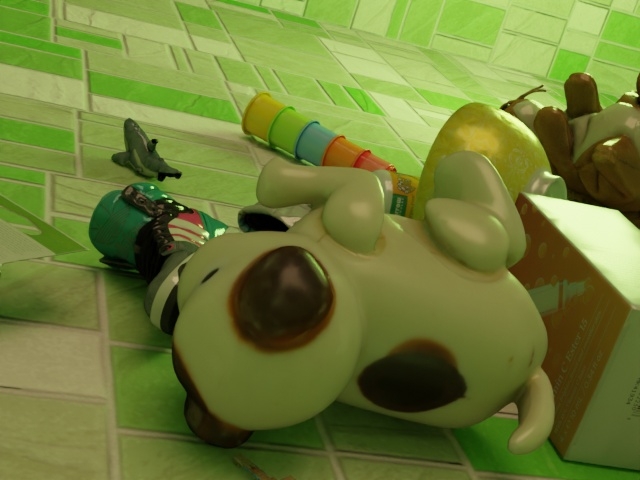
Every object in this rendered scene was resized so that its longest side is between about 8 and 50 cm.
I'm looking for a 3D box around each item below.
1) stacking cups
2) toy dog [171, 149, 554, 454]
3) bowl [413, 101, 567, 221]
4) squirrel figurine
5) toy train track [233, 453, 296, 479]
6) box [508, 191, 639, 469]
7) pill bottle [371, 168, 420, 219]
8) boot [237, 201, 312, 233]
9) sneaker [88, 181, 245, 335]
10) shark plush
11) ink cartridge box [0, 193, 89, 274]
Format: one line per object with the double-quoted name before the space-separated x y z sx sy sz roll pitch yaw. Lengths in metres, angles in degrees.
"stacking cups" 0.001 -0.177 1.968 0.316 0.096 0.096 30 24 19
"toy dog" 0.024 0.096 1.114 0.407 0.284 0.395 -1 53 -39
"bowl" 0.277 -0.055 1.552 0.156 0.290 0.289 15 17 32
"squirrel figurine" 0.550 -0.163 2.167 0.370 0.281 0.397 4 -34 44
"toy train track" -0.056 0.233 0.995 0.048 0.014 0.083 -13 30 -40
"box" 0.358 0.108 1.344 0.168 0.215 0.345 11 22 -16
"pill bottle" 0.129 -0.053 1.704 0.208 0.118 0.117 11 22 -17
"boot" 0.000 0.000 1.532 0.258 0.095 0.123 19 25 29
"sneaker" -0.207 0.012 1.263 0.178 0.124 0.295 24 14 2
"shark plush" -0.281 -0.139 1.662 0.073 0.067 0.161 3 25 -33
"ink cartridge box" -0.409 0.028 1.112 0.188 0.097 0.255 28 22 26
